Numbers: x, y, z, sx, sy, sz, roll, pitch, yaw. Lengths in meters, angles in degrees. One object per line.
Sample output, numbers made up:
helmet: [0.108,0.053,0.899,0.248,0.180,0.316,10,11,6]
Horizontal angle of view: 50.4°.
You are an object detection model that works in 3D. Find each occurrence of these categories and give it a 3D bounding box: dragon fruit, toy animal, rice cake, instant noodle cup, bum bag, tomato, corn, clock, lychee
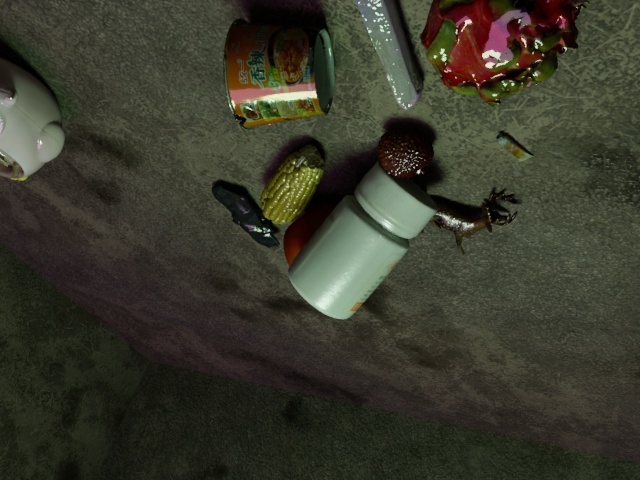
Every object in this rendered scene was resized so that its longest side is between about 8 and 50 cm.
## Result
dragon fruit: [0.290,-0.354,1.110,0.237,0.231,0.302,35,143,-11]
toy animal: [0.363,-0.053,1.765,0.243,0.087,0.260,16,155,5]
rice cake: [0.127,-0.407,1.303,0.064,0.070,0.399,0,147,26]
instant noodle cup: [-0.076,-0.345,1.410,0.182,0.230,0.230,1,148,14]
bum bag: [-0.229,-0.071,2.142,0.137,0.074,0.310,11,152,38]
tomato: [0.004,-0.002,1.958,0.180,0.260,0.260,57,145,-4]
corn: [-0.079,-0.146,1.856,0.130,0.130,0.347,25,149,-9]
clock: [-0.891,-0.363,1.871,0.368,0.250,0.377,21,159,1]
lychee: [0.194,-0.203,1.576,0.129,0.123,0.123,34,150,-12]

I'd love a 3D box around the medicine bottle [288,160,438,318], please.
medicine bottle: [0.104,0.001,1.708,0.211,0.211,0.371,32,107,-22]

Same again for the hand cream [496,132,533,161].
hand cream: [0.430,-0.206,1.516,0.102,0.022,0.035,31,143,-29]
